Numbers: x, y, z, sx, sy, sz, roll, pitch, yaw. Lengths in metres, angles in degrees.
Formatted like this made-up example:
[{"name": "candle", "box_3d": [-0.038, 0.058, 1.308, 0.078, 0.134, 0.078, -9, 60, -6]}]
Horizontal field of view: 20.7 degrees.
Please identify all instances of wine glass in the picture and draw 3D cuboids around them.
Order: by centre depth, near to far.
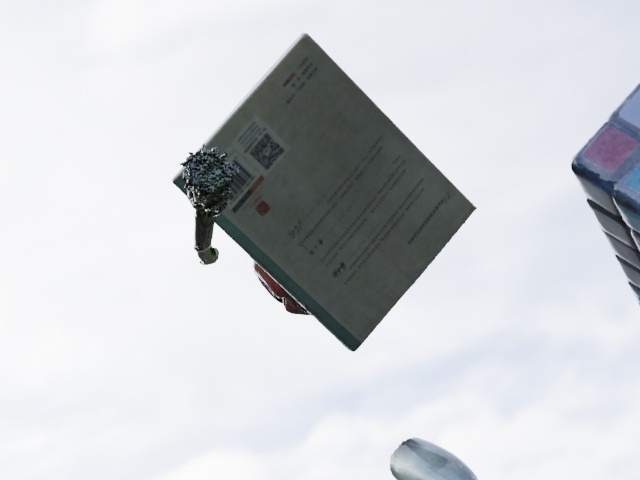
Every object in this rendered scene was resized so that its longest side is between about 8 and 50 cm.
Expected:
[{"name": "wine glass", "box_3d": [0.145, 0.249, 1.731, 0.066, 0.066, 0.198, 9, 11, -35]}]

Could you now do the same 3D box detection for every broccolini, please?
[{"name": "broccolini", "box_3d": [-0.105, -0.021, 1.669, 0.054, 0.051, 0.239, -24, -19, -13]}]

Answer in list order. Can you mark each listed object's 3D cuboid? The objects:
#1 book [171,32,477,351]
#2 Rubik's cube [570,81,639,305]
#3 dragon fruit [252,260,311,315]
[{"name": "book", "box_3d": [0.009, -0.047, 1.814, 0.282, 0.215, 0.025, 46, -11, -25]}, {"name": "Rubik's cube", "box_3d": [0.460, -0.040, 1.672, 0.287, 0.292, 0.293, -47, -41, -9]}, {"name": "dragon fruit", "box_3d": [-0.001, 0.005, 2.052, 0.182, 0.188, 0.182, 9, -58, 15]}]
